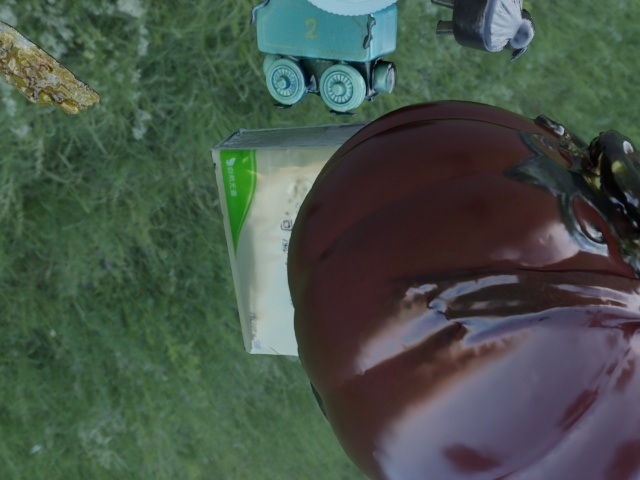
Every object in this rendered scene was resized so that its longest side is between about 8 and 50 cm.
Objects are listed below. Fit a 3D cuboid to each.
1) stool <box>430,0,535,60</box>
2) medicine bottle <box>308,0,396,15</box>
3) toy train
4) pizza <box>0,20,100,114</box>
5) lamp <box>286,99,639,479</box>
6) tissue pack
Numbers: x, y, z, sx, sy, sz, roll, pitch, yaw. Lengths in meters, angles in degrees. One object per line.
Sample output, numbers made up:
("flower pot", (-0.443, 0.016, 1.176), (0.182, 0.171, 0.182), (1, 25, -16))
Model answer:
("stool", (0.263, -0.359, 1.030), (0.217, 0.121, 0.125), (9, 102, -54))
("medicine bottle", (0.025, -0.412, 0.754), (0.158, 0.318, 0.158), (-3, 138, -3))
("toy train", (0.008, -0.269, 0.902), (0.112, 0.203, 0.163), (-41, 137, -53))
("pizza", (-0.305, -0.175, 0.704), (0.041, 0.131, 0.178), (-63, -163, -12))
("lamp", (0.115, 0.048, 0.434), (0.257, 0.303, 0.303), (-37, 171, 30))
("tissue pack", (0.000, 0.000, 1.182), (0.331, 0.405, 0.205), (0, -158, 18))
